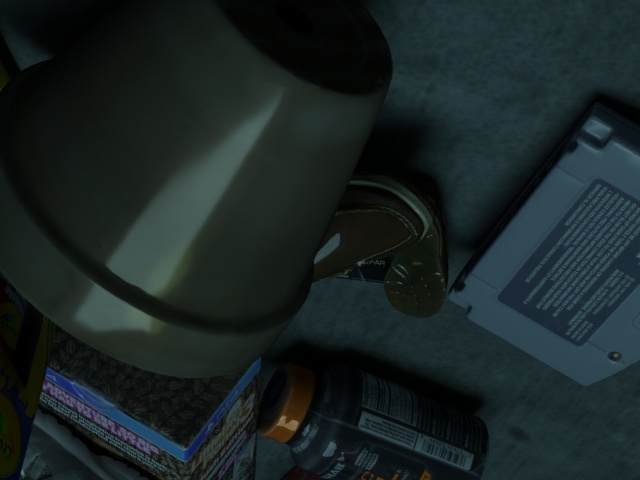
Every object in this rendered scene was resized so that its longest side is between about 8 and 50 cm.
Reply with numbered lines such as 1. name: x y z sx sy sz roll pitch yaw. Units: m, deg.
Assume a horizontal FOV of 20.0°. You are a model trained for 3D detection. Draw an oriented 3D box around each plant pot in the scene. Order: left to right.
1. plant pot: -0.096 -0.095 1.519 0.323 0.323 0.280 25 125 -21

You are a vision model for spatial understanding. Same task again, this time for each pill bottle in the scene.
1. pill bottle: 0.055 0.217 2.030 0.246 0.130 0.130 23 142 -18

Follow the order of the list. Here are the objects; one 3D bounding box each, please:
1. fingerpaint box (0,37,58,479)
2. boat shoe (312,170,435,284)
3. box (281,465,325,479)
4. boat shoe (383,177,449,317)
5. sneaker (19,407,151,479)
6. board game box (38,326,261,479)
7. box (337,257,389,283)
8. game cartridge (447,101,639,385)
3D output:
1. fingerpaint box: -0.375 -0.019 1.592 0.163 0.371 0.445 -2 143 15
2. boat shoe: 0.005 0.005 1.710 0.095 0.095 0.257 44 151 -21
3. box: -0.011 0.377 2.273 0.128 0.122 0.257 22 143 -17
4. boat shoe: 0.100 0.010 1.788 0.064 0.060 0.178 12 143 12
5. sneaker: -0.289 0.258 1.902 0.281 0.115 0.105 24 147 24
6. board game box: -0.199 0.187 1.967 0.232 0.141 0.291 29 148 15
7. box: 0.031 0.014 1.847 0.083 0.018 0.067 7 145 4
8. game cartridge: 0.267 0.014 1.709 0.196 0.060 0.294 33 136 -1
